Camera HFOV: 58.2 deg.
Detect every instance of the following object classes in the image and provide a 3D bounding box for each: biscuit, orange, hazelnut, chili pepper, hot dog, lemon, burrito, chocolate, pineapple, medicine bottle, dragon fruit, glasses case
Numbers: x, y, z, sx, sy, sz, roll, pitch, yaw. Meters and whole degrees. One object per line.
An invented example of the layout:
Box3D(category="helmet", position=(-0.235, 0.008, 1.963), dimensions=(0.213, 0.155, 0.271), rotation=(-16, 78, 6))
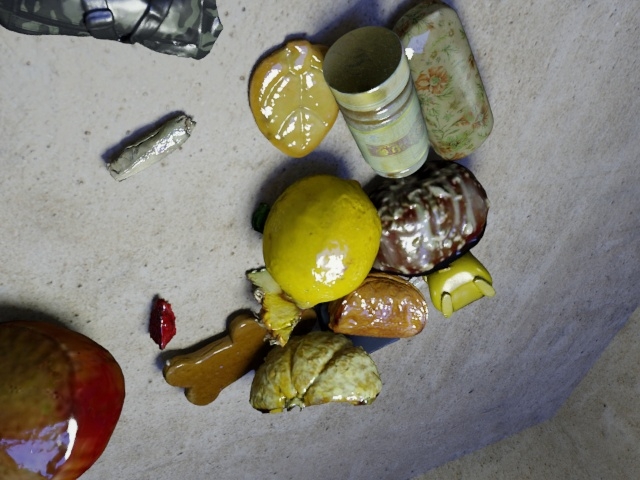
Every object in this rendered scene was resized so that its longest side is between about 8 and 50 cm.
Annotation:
Box3D(category="biscuit", position=(-0.041, -0.274, 1.145), dimensions=(0.203, 0.041, 0.260), rotation=(-18, 136, -19))
Box3D(category="orange", position=(-0.015, 0.354, 1.557), dimensions=(0.369, 0.210, 0.271), rotation=(-17, 162, 28))
Box3D(category="hazelnut", position=(-0.612, 0.342, 1.173), dimensions=(0.421, 0.352, 0.421), rotation=(-26, 175, -2))
Box3D(category="chili pepper", position=(-0.131, -0.036, 1.334), dimensions=(0.056, 0.035, 0.118), rotation=(-14, 136, 1))
Box3D(category="hot dog", position=(0.153, 0.180, 1.523), dimensions=(0.272, 0.122, 0.196), rotation=(4, 121, -21))
Box3D(category="lemon", position=(0.000, 0.000, 1.272), dimensions=(0.258, 0.258, 0.310), rotation=(23, 85, -46))
Box3D(category="biscuit", position=(-0.207, 0.297, 1.601), dimensions=(0.432, 0.064, 0.283), rotation=(-31, 141, -9))
Box3D(category="burrito", position=(-0.311, -0.173, 1.066), dimensions=(0.188, 0.045, 0.058), rotation=(-32, 166, -5))
Box3D(category="chocolate", position=(0.249, -0.074, 1.415), dimensions=(0.340, 0.225, 0.210), rotation=(-29, 132, -6))
Box3D(category="pineapple", position=(-0.123, 0.155, 1.468), dimensions=(0.164, 0.249, 0.139), rotation=(15, 148, -7))
Box3D(category="medicine bottle", position=(0.124, -0.260, 1.156), dimensions=(0.151, 0.151, 0.322), rotation=(-35, 150, 2))
Box3D(category="dragon fruit", position=(-0.370, 0.190, 1.384), dimensions=(0.063, 0.097, 0.131), rotation=(-8, 115, -32))
Box3D(category="glasses case", position=(0.271, -0.329, 1.254), dimensions=(0.156, 0.098, 0.425), rotation=(-37, 141, 5))

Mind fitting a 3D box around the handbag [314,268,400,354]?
Box3D(category="handbag", position=(0.124, 0.204, 1.687), dimensions=(0.269, 0.118, 0.325), rotation=(-22, 136, -10))

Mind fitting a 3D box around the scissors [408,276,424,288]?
Box3D(category="scissors", position=(0.325, 0.104, 1.787), dimensions=(0.242, 0.030, 0.118), rotation=(-42, 139, 7))

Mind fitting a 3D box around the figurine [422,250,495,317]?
Box3D(category="figurine", position=(0.330, 0.073, 1.547), dimensions=(0.218, 0.326, 0.169), rotation=(-24, 105, 6))

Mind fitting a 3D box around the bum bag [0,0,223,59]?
Box3D(category="bum bag", position=(-0.300, -0.350, 0.854), dimensions=(0.341, 0.095, 0.144), rotation=(0, 145, -32))
